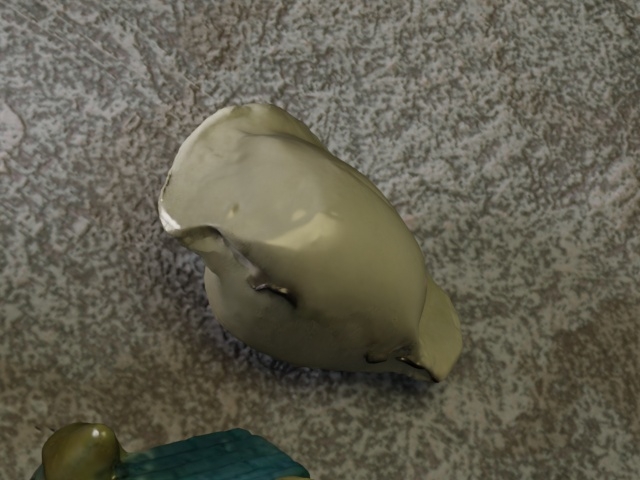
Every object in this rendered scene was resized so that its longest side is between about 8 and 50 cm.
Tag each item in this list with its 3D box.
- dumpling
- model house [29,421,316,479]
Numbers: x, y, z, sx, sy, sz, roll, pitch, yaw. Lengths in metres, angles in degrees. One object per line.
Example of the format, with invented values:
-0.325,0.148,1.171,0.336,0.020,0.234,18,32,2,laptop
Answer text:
-0.005,0.002,1.542,0.175,0.243,0.227,-15,40,13,dumpling
-0.090,0.232,1.247,0.194,0.325,0.267,-8,65,-28,model house
